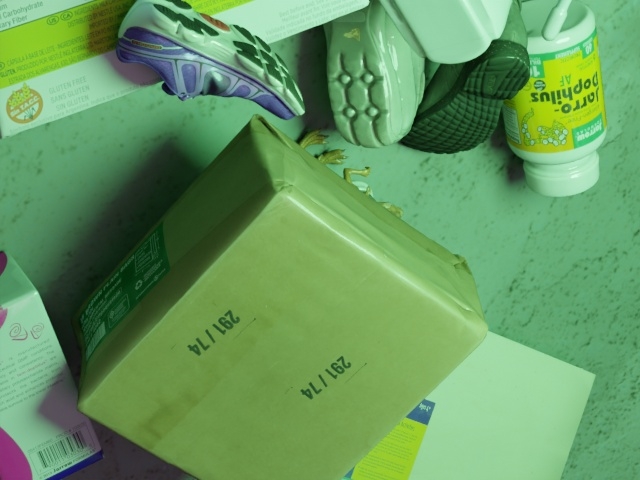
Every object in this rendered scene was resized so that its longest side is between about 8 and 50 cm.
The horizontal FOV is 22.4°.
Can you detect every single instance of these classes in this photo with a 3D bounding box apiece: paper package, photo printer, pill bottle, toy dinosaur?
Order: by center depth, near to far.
[{"bbox_3d":[0.116,-0.363,1.584,0.256,0.107,0.308,55,37,-34],"label":"photo printer"},{"bbox_3d":[-0.049,0.088,1.680,0.309,0.168,0.325,35,109,-26],"label":"paper package"},{"bbox_3d":[-0.015,-0.059,1.761,0.211,0.112,0.064,4,148,10],"label":"toy dinosaur"},{"bbox_3d":[0.264,-0.160,1.843,0.117,0.117,0.208,-23,122,-18],"label":"pill bottle"}]

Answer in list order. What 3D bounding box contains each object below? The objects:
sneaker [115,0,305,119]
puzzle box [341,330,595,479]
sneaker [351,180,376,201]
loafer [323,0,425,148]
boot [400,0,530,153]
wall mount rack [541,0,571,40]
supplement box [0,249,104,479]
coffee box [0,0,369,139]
[{"bbox_3d":[-0.088,-0.138,1.293,0.170,0.068,0.071,25,117,-28],"label":"sneaker"},{"bbox_3d":[0.142,0.229,1.963,0.409,0.052,0.272,23,85,-34],"label":"puzzle box"},{"bbox_3d":[0.000,0.000,1.801,0.170,0.075,0.063,-34,125,-10],"label":"sneaker"},{"bbox_3d":[0.055,-0.258,1.703,0.111,0.112,0.320,-37,130,-55],"label":"loafer"},{"bbox_3d":[0.166,-0.207,1.770,0.083,0.246,0.161,13,62,-18],"label":"boot"},{"bbox_3d":[0.361,-0.357,1.743,0.350,0.130,0.304,7,80,-31],"label":"wall mount rack"},{"bbox_3d":[-0.321,0.140,1.669,0.111,0.114,0.220,-25,124,-15],"label":"supplement box"},{"bbox_3d":[-0.199,-0.341,1.366,0.338,0.337,0.334,-22,122,-17],"label":"coffee box"}]
